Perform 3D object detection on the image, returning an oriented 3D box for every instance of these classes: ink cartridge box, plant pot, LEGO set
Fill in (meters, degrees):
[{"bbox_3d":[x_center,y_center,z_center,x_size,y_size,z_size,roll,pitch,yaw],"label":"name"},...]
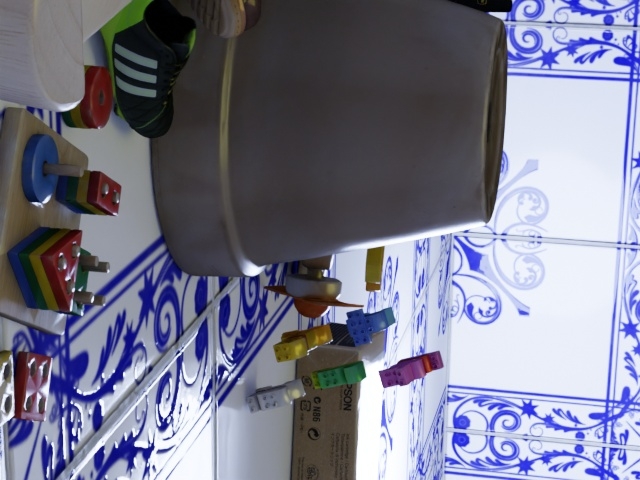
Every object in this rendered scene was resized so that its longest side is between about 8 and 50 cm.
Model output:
[{"bbox_3d":[0.025,0.239,1.994,0.193,0.088,0.234,-25,118,-76],"label":"ink cartridge box"},{"bbox_3d":[0.024,-0.116,1.381,0.323,0.280,0.323,5,90,-78],"label":"plant pot"},{"bbox_3d":[0.004,0.129,1.616,0.093,0.227,0.087,-21,96,-65],"label":"LEGO set"}]

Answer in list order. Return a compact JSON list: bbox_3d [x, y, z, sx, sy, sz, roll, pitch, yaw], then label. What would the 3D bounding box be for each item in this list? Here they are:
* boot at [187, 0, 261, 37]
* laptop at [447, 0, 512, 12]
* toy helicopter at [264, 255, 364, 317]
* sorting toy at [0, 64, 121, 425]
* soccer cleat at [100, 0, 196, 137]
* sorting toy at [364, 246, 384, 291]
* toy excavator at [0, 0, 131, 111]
[{"bbox_3d":[-0.018,-0.273,1.145,0.090,0.207,0.248,117,-39,-60],"label":"boot"},{"bbox_3d":[0.069,-0.325,1.568,0.136,0.264,0.234,-74,164,-56],"label":"laptop"},{"bbox_3d":[0.000,0.000,1.699,0.355,0.140,0.235,99,-7,-68],"label":"toy helicopter"},{"bbox_3d":[-0.178,0.001,1.010,0.132,0.046,0.274,48,48,-74],"label":"sorting toy"},{"bbox_3d":[-0.127,-0.139,1.139,0.179,0.072,0.060,79,20,-53],"label":"soccer cleat"},{"bbox_3d":[0.067,-0.096,1.834,0.229,0.041,0.307,62,34,-83],"label":"sorting toy"},{"bbox_3d":[-0.089,-0.312,0.980,0.433,0.222,0.445,-21,122,-72],"label":"toy excavator"}]
